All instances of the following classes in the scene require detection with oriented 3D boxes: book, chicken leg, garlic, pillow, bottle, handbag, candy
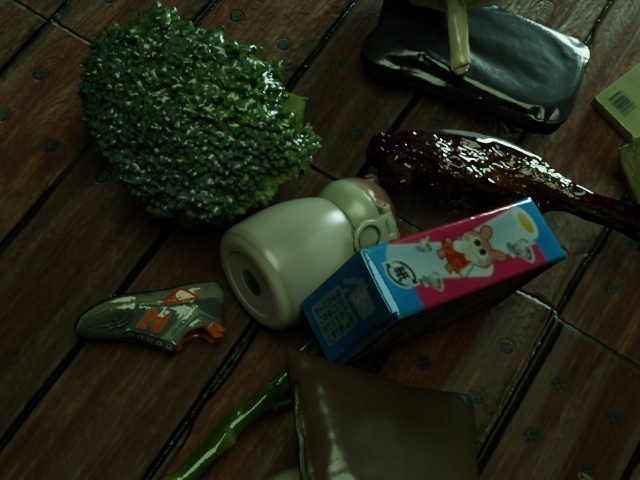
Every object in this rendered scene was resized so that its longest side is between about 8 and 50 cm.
[{"bbox_3d":[0.535,-0.213,1.848,0.231,0.026,0.161,-35,74,-22],"label":"book"},{"bbox_3d":[0.260,-0.081,1.665,0.406,0.158,0.096,16,101,1],"label":"chicken leg"},{"bbox_3d":[0.179,-0.343,1.723,0.199,0.199,0.226,3,85,-7],"label":"garlic"},{"bbox_3d":[0.090,0.290,1.423,0.305,0.108,0.308,19,50,-38],"label":"pillow"},{"bbox_3d":[0.000,0.000,1.598,0.236,0.147,0.147,-32,72,-27],"label":"bottle"},{"bbox_3d":[0.219,-0.274,1.801,0.332,0.075,0.192,20,58,6],"label":"handbag"},{"bbox_3d":[0.143,0.048,1.530,0.305,0.157,0.100,-16,72,-37],"label":"candy"}]

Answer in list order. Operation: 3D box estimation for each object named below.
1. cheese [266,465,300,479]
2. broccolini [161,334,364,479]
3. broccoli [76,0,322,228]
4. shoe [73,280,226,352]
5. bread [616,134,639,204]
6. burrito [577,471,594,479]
[{"bbox_3d":[-0.025,0.308,1.474,0.163,0.071,0.249,1,57,-13],"label":"cheese"},{"bbox_3d":[-0.073,0.228,1.525,0.074,0.079,0.392,42,72,12],"label":"broccolini"},{"bbox_3d":[-0.166,-0.143,1.609,0.375,0.302,0.249,18,79,33],"label":"broccoli"},{"bbox_3d":[-0.210,0.106,1.552,0.194,0.074,0.077,-10,71,-16],"label":"shoe"},{"bbox_3d":[0.617,-0.034,1.695,0.323,0.143,0.333,-13,71,-15],"label":"bread"},{"bbox_3d":[0.392,0.378,1.514,0.229,0.058,0.063,41,60,10],"label":"burrito"}]
